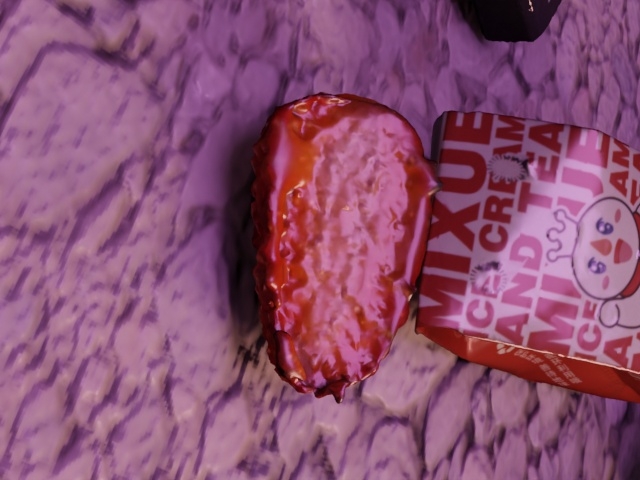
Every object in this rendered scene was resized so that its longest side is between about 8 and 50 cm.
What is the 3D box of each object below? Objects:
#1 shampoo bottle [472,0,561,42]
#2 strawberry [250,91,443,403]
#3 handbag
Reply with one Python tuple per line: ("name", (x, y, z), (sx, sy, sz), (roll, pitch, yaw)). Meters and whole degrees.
("shampoo bottle", (0.122, -0.298, 0.671), (0.098, 0.071, 0.309), (-58, 141, -29))
("strawberry", (0.000, 0.000, 0.560), (0.121, 0.082, 0.188), (17, 79, -20))
("handbag", (0.186, 0.023, 0.680), (0.298, 0.151, 0.171), (16, 74, -38))
